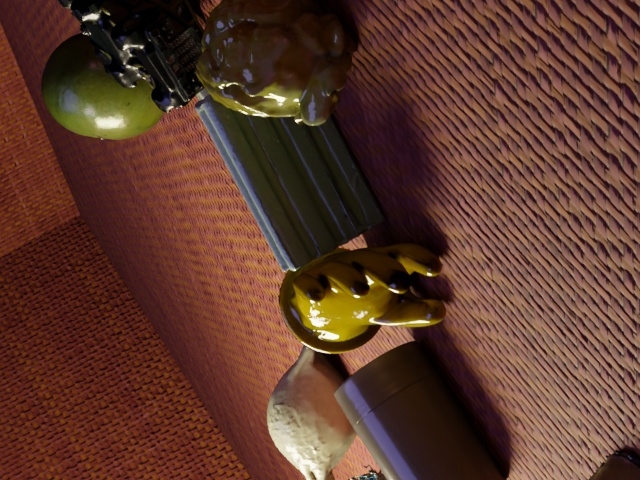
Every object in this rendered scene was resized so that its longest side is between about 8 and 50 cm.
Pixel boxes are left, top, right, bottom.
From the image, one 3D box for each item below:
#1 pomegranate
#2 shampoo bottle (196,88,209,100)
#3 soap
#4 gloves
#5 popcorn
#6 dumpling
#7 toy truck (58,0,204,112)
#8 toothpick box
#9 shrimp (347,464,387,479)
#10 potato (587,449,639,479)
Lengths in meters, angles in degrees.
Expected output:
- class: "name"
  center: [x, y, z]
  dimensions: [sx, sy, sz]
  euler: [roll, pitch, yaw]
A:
- class: "pomegranate"
  center: [-0.299, -0.237, 2.272]
  dimensions: [0.179, 0.179, 0.210]
  euler: [48, 150, 46]
- class: "shampoo bottle"
  center: [-0.150, -0.201, 2.047]
  dimensions: [0.141, 0.034, 0.049]
  euler: [55, 173, 30]
- class: "soap"
  center: [-0.032, -0.079, 1.647]
  dimensions: [0.198, 0.114, 0.063]
  euler: [63, 167, -3]
- class: "gloves"
  center: [0.035, 0.052, 1.627]
  dimensions: [0.294, 0.133, 0.116]
  euler: [150, 96, -79]
- class: "popcorn"
  center: [-0.043, -0.163, 1.466]
  dimensions: [0.162, 0.135, 0.141]
  euler: [61, 161, 10]
- class: "dumpling"
  center: [-0.008, 0.242, 2.266]
  dimensions: [0.216, 0.126, 0.166]
  euler: [58, -176, -1]
- class: "toy truck"
  center: [-0.209, -0.255, 1.959]
  dimensions: [0.257, 0.127, 0.127]
  euler: [42, 164, 55]
- class: "toothpick box"
  center: [0.105, 0.208, 1.743]
  dimensions: [0.181, 0.111, 0.111]
  euler: [57, 167, 14]
- class: "shrimp"
  center: [0.099, 0.346, 2.234]
  dimensions: [0.082, 0.076, 0.174]
  euler: [21, -177, -29]
- class: "potato"
  center: [0.244, 0.278, 1.332]
  dimensions: [0.202, 0.117, 0.182]
  euler: [47, 164, 47]
